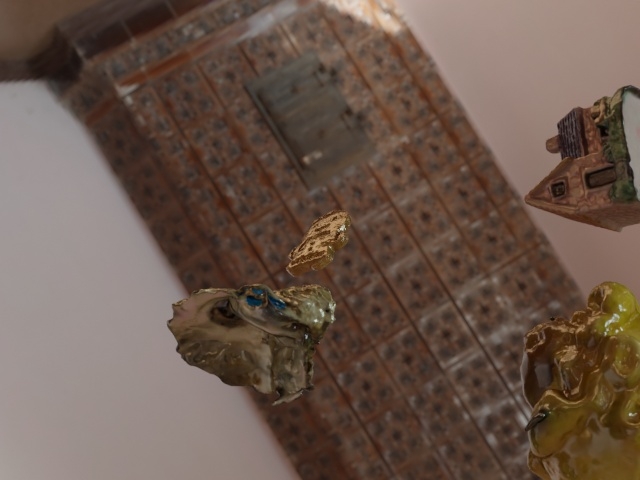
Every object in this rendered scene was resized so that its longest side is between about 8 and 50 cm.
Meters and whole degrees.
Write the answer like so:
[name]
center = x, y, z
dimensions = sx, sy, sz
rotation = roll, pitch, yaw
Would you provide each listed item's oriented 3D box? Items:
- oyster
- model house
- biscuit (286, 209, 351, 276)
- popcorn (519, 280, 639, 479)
[oyster]
center = -0.096, 0.120, 1.529
dimensions = 0.083, 0.223, 0.214
rotation = -59, 169, -46
[model house]
center = 0.510, -0.140, 2.148
dimensions = 0.237, 0.237, 0.202
rotation = -18, 164, 40
[biscuit]
center = 0.002, 0.000, 2.164
dimensions = 0.133, 0.027, 0.184
rotation = -12, -147, 46
[popcorn]
center = 0.393, 0.239, 1.621
dimensions = 0.281, 0.316, 0.297
rotation = 1, 135, -37
